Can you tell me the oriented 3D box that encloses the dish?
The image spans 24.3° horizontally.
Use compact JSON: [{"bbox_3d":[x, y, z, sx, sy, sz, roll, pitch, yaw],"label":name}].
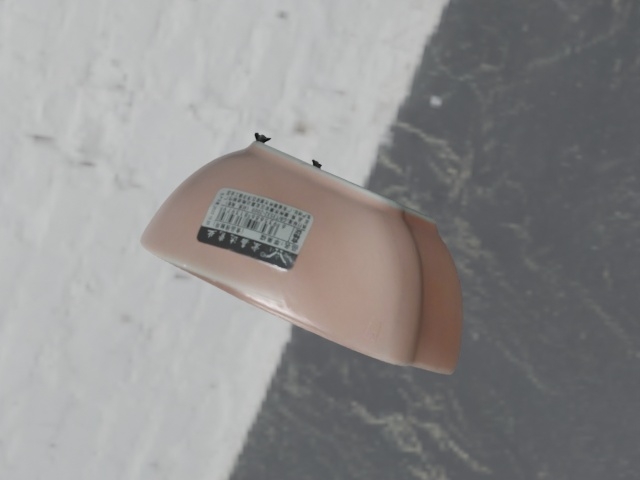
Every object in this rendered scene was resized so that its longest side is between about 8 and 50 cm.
[{"bbox_3d":[0.000,0.000,0.914,0.213,0.213,0.090,28,95,50],"label":"dish"}]
